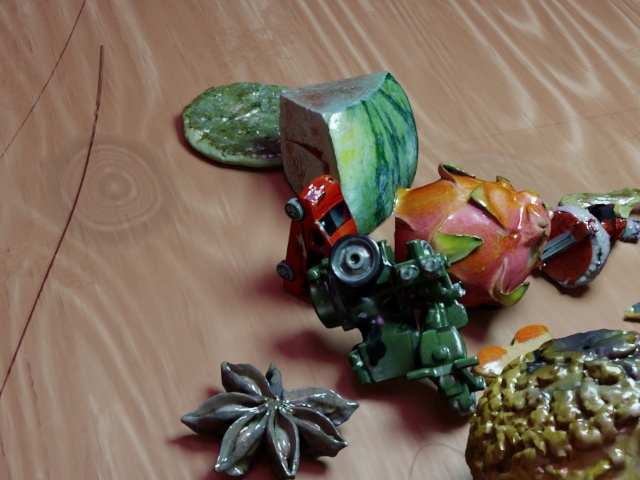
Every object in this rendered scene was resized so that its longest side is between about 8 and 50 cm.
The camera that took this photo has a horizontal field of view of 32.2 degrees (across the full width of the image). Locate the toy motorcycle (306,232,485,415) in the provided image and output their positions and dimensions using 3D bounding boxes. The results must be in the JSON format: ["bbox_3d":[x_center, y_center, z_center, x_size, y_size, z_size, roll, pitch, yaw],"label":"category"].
[{"bbox_3d":[0.101,0.116,1.475,0.205,0.275,0.127,-17,-3,15],"label":"toy motorcycle"}]

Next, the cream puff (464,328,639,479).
[{"bbox_3d":[0.326,0.219,1.276,0.343,0.327,0.231,-14,89,-35],"label":"cream puff"}]

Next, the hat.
[{"bbox_3d":[0.429,-0.012,1.712,0.227,0.140,0.129,-15,55,-39],"label":"hat"}]

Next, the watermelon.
[{"bbox_3d":[0.041,-0.146,1.787,0.201,0.213,0.262,13,34,33],"label":"watermelon"}]

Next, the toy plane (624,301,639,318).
[{"bbox_3d":[0.605,0.064,1.655,0.316,0.103,0.204,-4,10,-6],"label":"toy plane"}]

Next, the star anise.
[{"bbox_3d":[-0.069,0.236,1.407,0.212,0.073,0.197,24,41,23],"label":"star anise"}]

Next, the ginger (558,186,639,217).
[{"bbox_3d":[0.463,-0.059,1.820,0.137,0.044,0.057,-3,72,-1],"label":"ginger"}]

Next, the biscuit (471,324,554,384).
[{"bbox_3d":[0.338,0.208,1.512,0.165,0.036,0.250,-26,51,-29],"label":"biscuit"}]

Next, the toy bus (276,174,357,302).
[{"bbox_3d":[0.000,0.000,1.585,0.089,0.195,0.081,31,47,21],"label":"toy bus"}]

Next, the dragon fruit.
[{"bbox_3d":[0.217,-0.003,1.607,0.227,0.224,0.224,7,41,9],"label":"dragon fruit"}]

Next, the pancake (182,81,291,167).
[{"bbox_3d":[-0.117,-0.200,1.915,0.254,0.037,0.253,3,41,-2],"label":"pancake"}]
